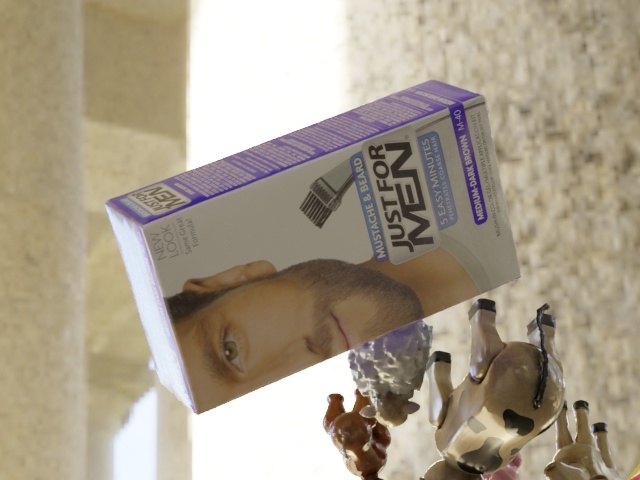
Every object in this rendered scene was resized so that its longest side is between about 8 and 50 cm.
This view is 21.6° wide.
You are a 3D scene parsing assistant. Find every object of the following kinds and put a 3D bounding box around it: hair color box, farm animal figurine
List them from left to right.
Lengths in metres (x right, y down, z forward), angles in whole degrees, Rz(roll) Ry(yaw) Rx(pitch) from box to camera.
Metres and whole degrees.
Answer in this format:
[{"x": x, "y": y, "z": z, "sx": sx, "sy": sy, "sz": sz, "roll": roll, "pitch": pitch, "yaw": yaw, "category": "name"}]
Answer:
[{"x": 0.000, "y": 0.000, "z": 1.496, "sx": 0.339, "sy": 0.185, "sz": 0.110, "roll": -22, "pitch": 22, "yaw": -18, "category": "hair color box"}, {"x": 0.173, "y": 0.206, "z": 1.691, "sx": 0.330, "sy": 0.172, "sz": 0.327, "roll": 3, "pitch": -41, "yaw": -7, "category": "farm animal figurine"}]

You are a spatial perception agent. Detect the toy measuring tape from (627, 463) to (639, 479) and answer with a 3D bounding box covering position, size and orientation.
[{"x": 0.202, "y": 0.214, "z": 1.045, "sx": 0.121, "sy": 0.121, "sz": 0.330, "roll": 13, "pitch": -45, "yaw": -28, "category": "toy measuring tape"}]
